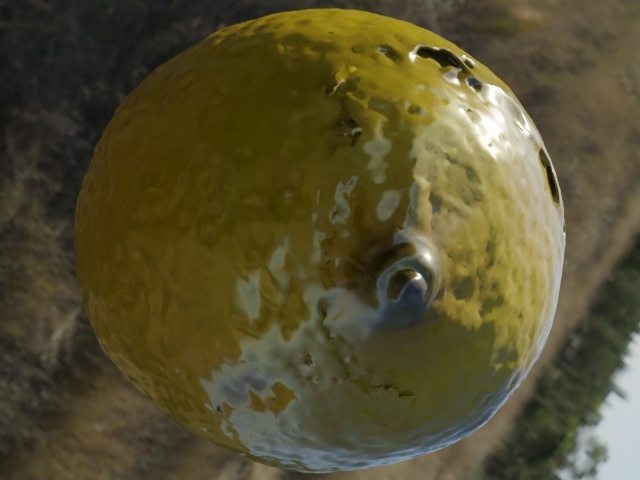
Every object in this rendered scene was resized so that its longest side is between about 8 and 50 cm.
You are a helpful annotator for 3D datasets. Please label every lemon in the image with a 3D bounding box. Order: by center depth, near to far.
[{"bbox_3d":[-0.007,-0.001,0.745,0.228,0.253,0.228,-14,108,-48],"label":"lemon"}]
